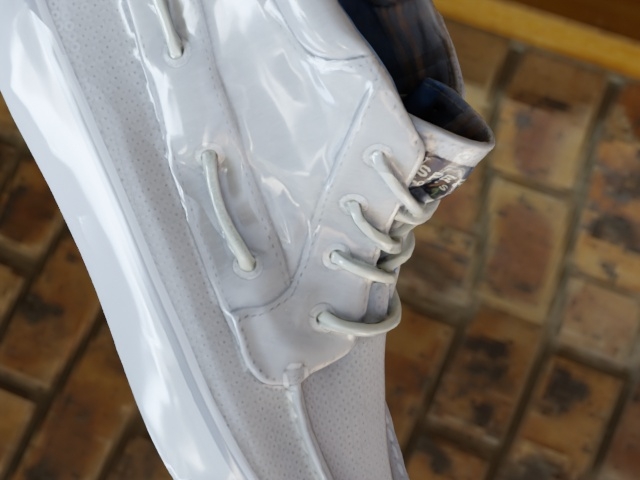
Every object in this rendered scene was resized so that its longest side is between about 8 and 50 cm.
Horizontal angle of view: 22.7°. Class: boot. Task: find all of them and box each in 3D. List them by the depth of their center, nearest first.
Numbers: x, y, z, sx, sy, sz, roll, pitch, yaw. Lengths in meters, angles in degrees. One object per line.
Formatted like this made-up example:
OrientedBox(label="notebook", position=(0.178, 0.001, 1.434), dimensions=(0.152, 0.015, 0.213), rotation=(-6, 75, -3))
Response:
OrientedBox(label="boot", position=(0.000, 0.000, 0.501), dimensions=(0.258, 0.123, 0.095), rotation=(63, -156, -14))
